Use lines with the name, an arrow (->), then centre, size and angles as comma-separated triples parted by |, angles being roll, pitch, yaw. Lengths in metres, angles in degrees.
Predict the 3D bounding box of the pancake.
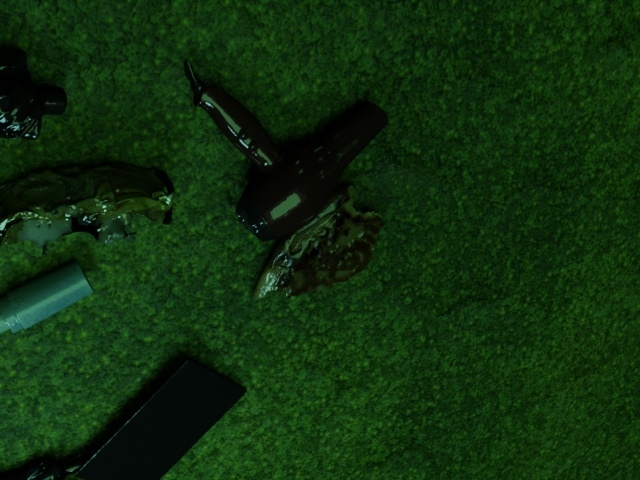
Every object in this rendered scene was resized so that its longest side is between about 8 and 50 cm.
pancake -> 0.000, 0.001, 1.557 | 0.258, 0.056, 0.212 | -16, 130, -28

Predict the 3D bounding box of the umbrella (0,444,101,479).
umbrella -> -0.511, 0.433, 1.520 | 0.248, 0.071, 0.070 | -15, 122, -19

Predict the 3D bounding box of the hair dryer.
hair dryer -> -0.079, -0.198, 1.399 | 0.312, 0.123, 0.340 | -47, 117, -11

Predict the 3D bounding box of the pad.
pad -> -0.295, 0.360, 1.600 | 0.300, 0.005, 0.202 | -46, 141, 2

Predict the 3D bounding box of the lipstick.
lipstick -> -0.501, 0.121, 1.353 | 0.274, 0.068, 0.061 | -28, 131, -13

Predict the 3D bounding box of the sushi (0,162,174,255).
sushi -> -0.363, -0.043, 1.297 | 0.291, 0.139, 0.131 | -6, 126, -26

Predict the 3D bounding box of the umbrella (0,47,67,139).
umbrella -> -0.490, -0.199, 1.167 | 0.273, 0.121, 0.110 | -5, 162, -29
